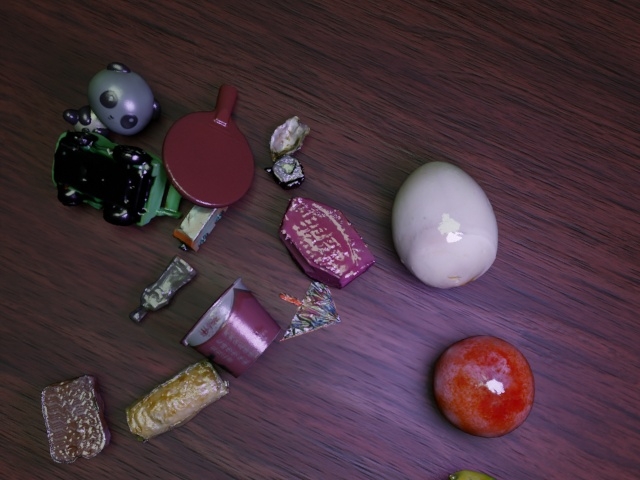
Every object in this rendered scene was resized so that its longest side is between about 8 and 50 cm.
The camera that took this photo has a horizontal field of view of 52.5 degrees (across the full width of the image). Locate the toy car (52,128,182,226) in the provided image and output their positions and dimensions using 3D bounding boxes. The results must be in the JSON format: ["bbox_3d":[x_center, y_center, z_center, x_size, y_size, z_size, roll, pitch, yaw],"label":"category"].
[{"bbox_3d":[-0.564,-0.174,1.809,0.358,0.176,0.213,21,109,12],"label":"toy car"}]

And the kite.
[{"bbox_3d":[-0.031,0.195,1.826,0.189,0.009,0.232,25,79,4],"label":"kite"}]

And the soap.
[{"bbox_3d":[0.000,0.000,1.815,0.182,0.112,0.289,-34,79,-18],"label":"soap"}]

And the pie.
[{"bbox_3d":[-0.384,0.428,1.742,0.282,0.068,0.128,-30,81,-11],"label":"pie"}]

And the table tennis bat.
[{"bbox_3d":[-0.300,-0.274,1.833,0.268,0.051,0.415,23,57,-23],"label":"table tennis bat"}]

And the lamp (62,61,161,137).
[{"bbox_3d":[-0.593,-0.379,1.853,0.244,0.198,0.198,-34,80,9],"label":"lamp"}]

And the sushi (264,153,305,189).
[{"bbox_3d":[-0.098,-0.192,1.868,0.098,0.084,0.094,-33,84,-3],"label":"sushi"}]

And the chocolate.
[{"bbox_3d":[-0.640,0.471,1.713,0.148,0.093,0.214,-15,78,-3],"label":"chocolate"}]

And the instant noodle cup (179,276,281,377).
[{"bbox_3d":[-0.229,0.238,1.715,0.178,0.235,0.235,43,80,-3],"label":"instant noodle cup"}]

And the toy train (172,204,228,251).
[{"bbox_3d":[-0.338,-0.053,1.826,0.072,0.099,0.188,33,79,5],"label":"toy train"}]

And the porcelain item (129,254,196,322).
[{"bbox_3d":[-0.441,0.144,1.798,0.081,0.069,0.216,41,79,-5],"label":"porcelain item"}]

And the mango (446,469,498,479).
[{"bbox_3d":[0.447,0.744,1.630,0.382,0.201,0.225,41,58,-3],"label":"mango"}]

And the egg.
[{"bbox_3d":[0.326,-0.050,1.749,0.283,0.283,0.345,-10,65,-3],"label":"egg"}]

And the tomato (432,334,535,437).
[{"bbox_3d":[0.426,0.376,1.679,0.265,0.265,0.265,0,78,-1],"label":"tomato"}]

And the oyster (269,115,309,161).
[{"bbox_3d":[-0.096,-0.291,1.905,0.148,0.051,0.103,-42,64,-9],"label":"oyster"}]
